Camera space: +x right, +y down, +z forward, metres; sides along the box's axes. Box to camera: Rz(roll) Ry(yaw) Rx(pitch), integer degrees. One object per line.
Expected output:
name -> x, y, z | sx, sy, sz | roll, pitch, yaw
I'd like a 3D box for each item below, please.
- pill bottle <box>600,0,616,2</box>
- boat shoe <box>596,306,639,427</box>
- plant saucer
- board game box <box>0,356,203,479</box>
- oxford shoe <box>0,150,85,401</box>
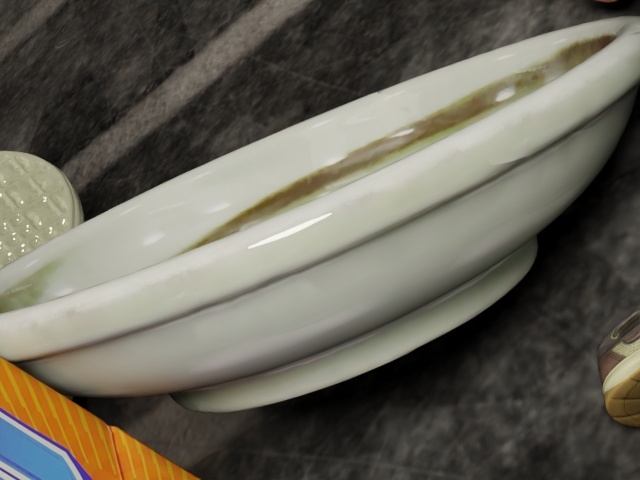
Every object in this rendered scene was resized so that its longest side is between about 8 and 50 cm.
pill bottle -> 0.210, -0.260, 0.761 | 0.245, 0.130, 0.130 | -54, 33, -6
boat shoe -> 0.184, 0.023, 0.580 | 0.152, 0.056, 0.049 | -38, 40, 19
plant saucer -> 0.000, 0.000, 0.693 | 0.401, 0.100, 0.400 | -23, 9, 4
board game box -> -0.172, 0.288, 0.468 | 0.356, 0.356, 0.356 | -44, 33, 11
oxford shoe -> -0.256, 0.150, 0.933 | 0.130, 0.169, 0.449 | 103, 175, -61
